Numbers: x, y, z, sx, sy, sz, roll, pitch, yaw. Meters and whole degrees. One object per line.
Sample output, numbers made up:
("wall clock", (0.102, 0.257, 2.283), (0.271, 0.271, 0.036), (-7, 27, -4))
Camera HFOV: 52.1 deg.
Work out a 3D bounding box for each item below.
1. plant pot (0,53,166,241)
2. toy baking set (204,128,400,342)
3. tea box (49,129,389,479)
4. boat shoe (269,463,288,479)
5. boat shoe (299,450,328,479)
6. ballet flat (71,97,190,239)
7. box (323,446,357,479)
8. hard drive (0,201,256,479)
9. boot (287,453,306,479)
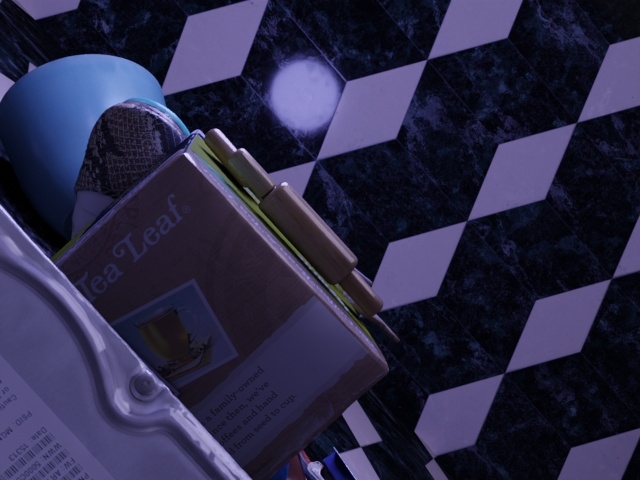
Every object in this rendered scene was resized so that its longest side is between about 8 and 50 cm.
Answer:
("plant pot", (-0.379, -0.131, 1.134), (0.235, 0.293, 0.293), (64, 8, 25))
("toy baking set", (-0.001, 0.000, 0.575), (0.256, 0.030, 0.197), (47, 2, -3))
("tea box", (-0.160, 0.092, 0.591), (0.220, 0.329, 0.323), (47, 3, -14))
("boat shoe", (-0.094, 0.279, 0.704), (0.109, 0.258, 0.089), (5, 0, -20))
("boat shoe", (-0.006, 0.448, 1.244), (0.137, 0.043, 0.049), (49, 4, 40))
("ballet flat", (-0.263, -0.001, 0.889), (0.164, 0.182, 0.483), (30, -24, -6))
("box", (0.065, 0.491, 1.261), (0.136, 0.036, 0.225), (50, -15, 34))
("hard drive", (-0.185, 0.143, 0.344), (0.339, 0.237, 0.064), (49, -22, -3))
("boot", (-0.049, 0.379, 0.806), (0.280, 0.096, 0.264), (-115, -174, -71))
